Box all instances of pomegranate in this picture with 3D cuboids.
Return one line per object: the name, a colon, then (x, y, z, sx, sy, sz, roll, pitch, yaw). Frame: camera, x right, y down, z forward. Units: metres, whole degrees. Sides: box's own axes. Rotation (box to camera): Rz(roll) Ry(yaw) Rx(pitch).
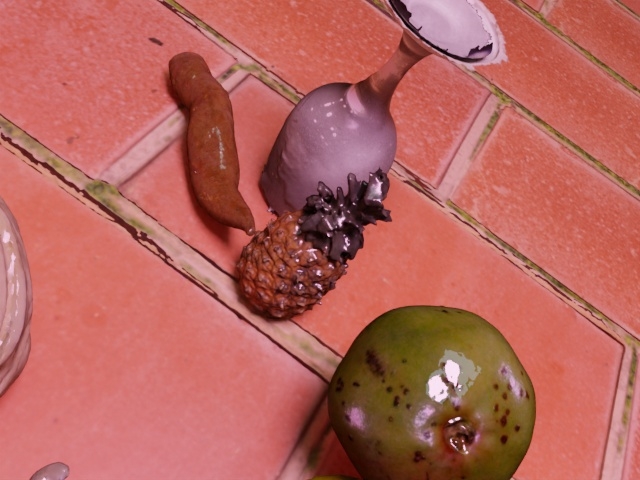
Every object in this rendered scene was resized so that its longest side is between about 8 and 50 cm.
pomegranate: (0.094, 0.145, 0.631, 0.182, 0.224, 0.181, 0, 87, -5)

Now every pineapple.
pineapple: (0.000, 0.000, 0.692, 0.108, 0.198, 0.108, 29, 40, -27)

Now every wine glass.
wine glass: (0.047, -0.134, 0.733, 0.143, 0.321, 0.143, 18, 50, -23)

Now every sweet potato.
sweet potato: (-0.124, -0.105, 0.788, 0.059, 0.067, 0.281, 46, 24, -59)

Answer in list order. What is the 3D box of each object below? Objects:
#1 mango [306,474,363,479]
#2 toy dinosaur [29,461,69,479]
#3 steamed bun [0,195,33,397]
mango: (0.043, 0.259, 0.605, 0.165, 0.074, 0.091, 18, 50, -16)
toy dinosaur: (-0.199, 0.219, 0.379, 0.077, 0.294, 0.162, 29, 37, -24)
steamed bun: (-0.350, 0.040, 0.462, 0.289, 0.203, 0.276, -2, 59, -29)
